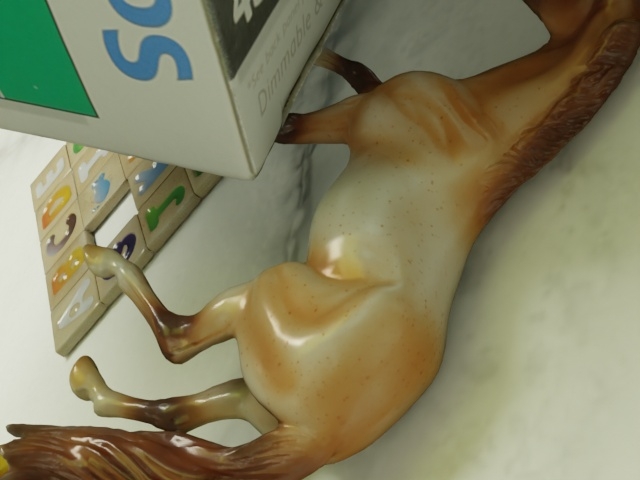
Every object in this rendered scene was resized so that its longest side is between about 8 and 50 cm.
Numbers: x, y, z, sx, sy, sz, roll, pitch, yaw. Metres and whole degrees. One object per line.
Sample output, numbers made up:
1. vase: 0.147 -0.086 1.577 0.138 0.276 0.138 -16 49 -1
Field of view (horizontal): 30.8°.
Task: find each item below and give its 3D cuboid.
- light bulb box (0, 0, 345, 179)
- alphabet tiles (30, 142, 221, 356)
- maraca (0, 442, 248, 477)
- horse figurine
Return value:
1. light bulb box: -0.136 -0.252 0.467 0.361 0.225 0.357 13 57 19
2. alphabet tiles: -0.108 -0.068 0.701 0.198 0.009 0.237 -48 33 13
3. maraca: -0.091 0.126 0.425 0.186 0.099 0.127 -10 45 18
4. horse figurine: 0.000 0.000 0.422 0.175 0.066 0.263 14 63 35
